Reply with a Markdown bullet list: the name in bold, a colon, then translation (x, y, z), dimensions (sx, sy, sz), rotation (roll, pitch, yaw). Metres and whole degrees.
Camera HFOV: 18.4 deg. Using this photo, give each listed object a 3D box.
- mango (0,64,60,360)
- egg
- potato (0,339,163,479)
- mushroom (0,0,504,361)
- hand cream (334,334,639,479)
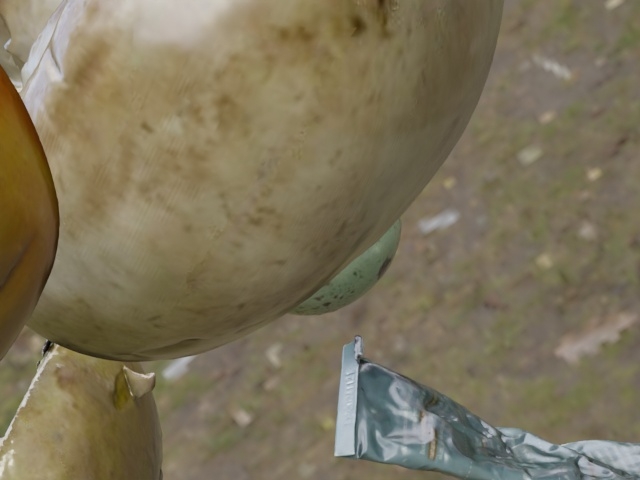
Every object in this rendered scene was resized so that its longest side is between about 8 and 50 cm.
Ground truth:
- **mango**: translation (-0.174, -0.011, 0.428), dimensions (0.253, 0.138, 0.113), rotation (-3, 30, -34)
- **egg**: translation (0.000, 0.000, 1.186), dimensions (0.110, 0.085, 0.085), rotation (-25, 15, -37)
- **potato**: translation (-0.151, 0.168, 1.179), dimensions (0.299, 0.116, 0.239), rotation (-70, -2, -48)
- **mushroom**: translation (-0.032, -0.071, 0.734), dimensions (0.184, 0.255, 0.255), rotation (35, 67, 16)
- **hand cream**: translation (0.125, 0.120, 1.166), dimensions (0.075, 0.248, 0.052), rotation (-104, 37, -59)
